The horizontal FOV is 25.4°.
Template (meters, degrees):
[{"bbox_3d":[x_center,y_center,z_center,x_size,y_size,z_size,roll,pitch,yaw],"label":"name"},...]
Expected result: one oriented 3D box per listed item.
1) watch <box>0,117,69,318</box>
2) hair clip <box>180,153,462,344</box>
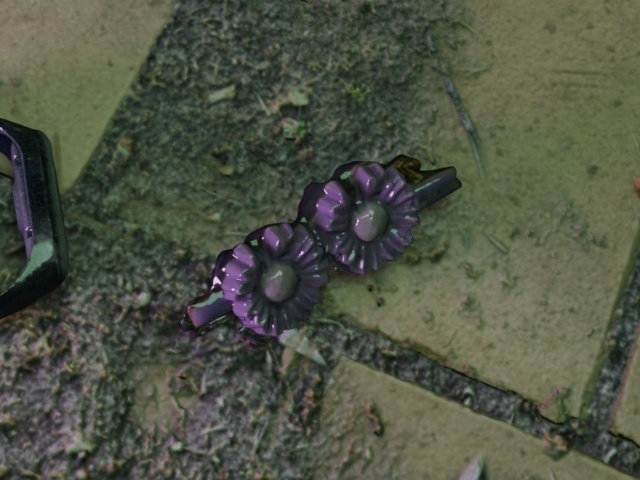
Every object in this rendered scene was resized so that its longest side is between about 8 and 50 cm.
[{"bbox_3d":[-0.318,-0.016,1.211,0.193,0.068,0.206,-8,68,-11],"label":"watch"},{"bbox_3d":[0.000,0.000,1.267,0.292,0.084,0.106,-34,123,-19],"label":"hair clip"}]
